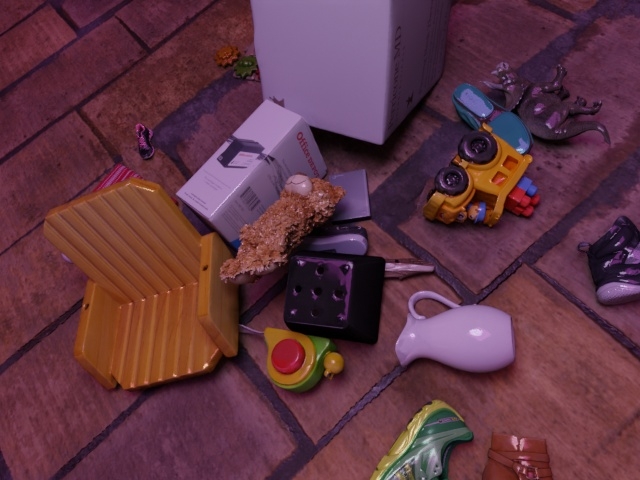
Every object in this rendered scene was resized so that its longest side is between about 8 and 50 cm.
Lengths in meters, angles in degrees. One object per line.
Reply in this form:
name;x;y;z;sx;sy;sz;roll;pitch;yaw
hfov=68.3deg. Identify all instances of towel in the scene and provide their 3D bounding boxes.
towel;-0.543;-0.091;1.307;0.275;0.031;0.198;31;75;26

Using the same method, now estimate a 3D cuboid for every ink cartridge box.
ink cartridge box;-0.148;-0.137;1.113;0.129;0.223;0.307;34;77;28

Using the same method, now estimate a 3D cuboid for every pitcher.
pitcher;0.265;0.168;0.921;0.207;0.125;0.177;-5;47;25

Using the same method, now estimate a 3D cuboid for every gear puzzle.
gear puzzle;-0.180;-0.563;1.433;0.339;0.044;0.175;16;70;21

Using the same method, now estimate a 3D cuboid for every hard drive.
hard drive;0.071;-0.107;1.154;0.094;0.022;0.135;-9;62;11

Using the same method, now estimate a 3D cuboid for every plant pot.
plant pot;0.017;0.107;0.955;0.188;0.167;0.187;5;82;18

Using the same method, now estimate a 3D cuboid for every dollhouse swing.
dollhouse swing;-0.396;0.104;0.980;0.347;0.305;0.314;-17;55;16

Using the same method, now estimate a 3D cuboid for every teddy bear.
teddy bear;-0.082;-0.036;0.985;0.113;0.245;0.338;48;67;-12

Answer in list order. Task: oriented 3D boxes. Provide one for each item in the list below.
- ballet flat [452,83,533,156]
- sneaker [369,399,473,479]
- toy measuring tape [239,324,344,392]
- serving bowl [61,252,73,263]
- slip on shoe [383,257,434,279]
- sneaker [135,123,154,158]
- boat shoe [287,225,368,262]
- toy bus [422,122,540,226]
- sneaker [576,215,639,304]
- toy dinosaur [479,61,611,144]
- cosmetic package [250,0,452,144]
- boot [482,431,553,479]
ballet flat;0.407;-0.274;1.110;0.083;0.087;0.247;-40;63;9
sneaker;0.162;0.422;0.819;0.124;0.109;0.295;31;75;30
toy measuring tape;-0.106;0.245;0.985;0.331;0.121;0.121;4;65;27
serving bowl;-0.673;0.020;1.287;0.084;0.027;0.083;-7;63;13
slip on shoe;0.179;0.065;1.032;0.136;0.051;0.041;1;104;7
sneaker;-0.523;-0.294;1.386;0.047;0.057;0.119;-18;62;3
boat shoe;0.000;0.000;1.095;0.229;0.080;0.076;-7;39;19
toy bus;0.358;-0.106;1.023;0.212;0.149;0.220;36;79;11
sneaker;0.639;0.015;0.895;0.269;0.101;0.152;-19;64;8
toy dinosaur;0.530;-0.297;1.092;0.160;0.121;0.313;-35;65;10
cosmetic package;0.088;-0.487;1.101;0.328;0.329;0.393;21;49;23
boot;0.376;0.413;0.790;0.197;0.073;0.152;8;63;16
